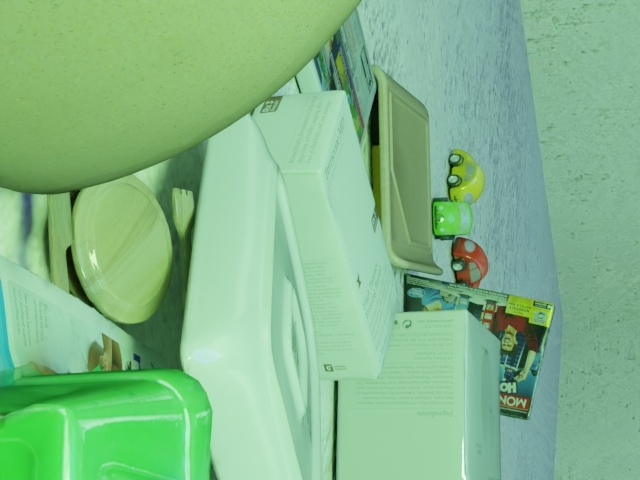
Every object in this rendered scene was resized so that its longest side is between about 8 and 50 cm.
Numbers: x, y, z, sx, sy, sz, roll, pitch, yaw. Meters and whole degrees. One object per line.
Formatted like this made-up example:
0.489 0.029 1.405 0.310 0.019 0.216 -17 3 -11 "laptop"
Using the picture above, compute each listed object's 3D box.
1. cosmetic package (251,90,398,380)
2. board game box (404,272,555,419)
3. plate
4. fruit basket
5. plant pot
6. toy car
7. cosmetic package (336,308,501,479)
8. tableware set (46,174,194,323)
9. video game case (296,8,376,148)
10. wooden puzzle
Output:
0.000 0.000 0.933 0.117 0.086 0.231 -74 155 -47 "cosmetic package"
0.180 0.156 1.369 0.060 0.194 0.194 34 69 -67 "board game box"
-0.035 0.076 0.753 0.277 0.045 0.278 -92 173 -51 "plate"
-0.096 0.180 0.471 0.353 0.166 0.327 54 32 -71 "fruit basket"
-0.070 -0.174 0.504 0.284 0.191 0.284 -8 90 -66 "plant pot"
0.215 -0.028 1.660 0.225 0.053 0.239 2 85 -72 "toy car"
0.109 0.202 1.152 0.224 0.138 0.224 38 50 -67 "cosmetic package"
-0.126 -0.047 0.623 0.128 0.039 0.194 11 72 -62 "tableware set"
0.014 -0.179 1.106 0.183 0.023 0.201 -76 156 -44 "video game case"
0.098 -0.077 1.332 0.221 0.044 0.238 13 70 -71 "wooden puzzle"
